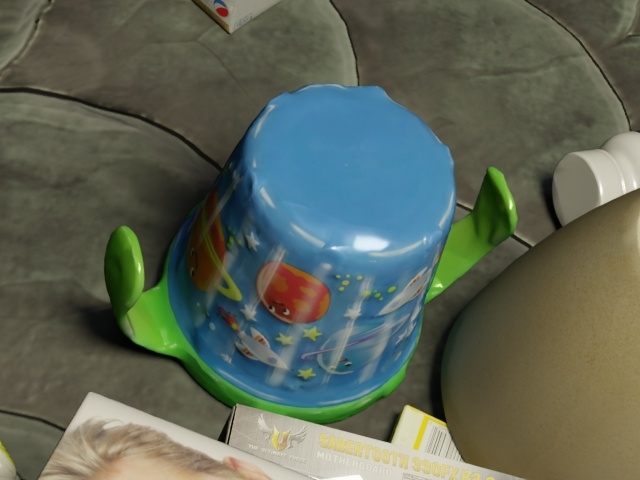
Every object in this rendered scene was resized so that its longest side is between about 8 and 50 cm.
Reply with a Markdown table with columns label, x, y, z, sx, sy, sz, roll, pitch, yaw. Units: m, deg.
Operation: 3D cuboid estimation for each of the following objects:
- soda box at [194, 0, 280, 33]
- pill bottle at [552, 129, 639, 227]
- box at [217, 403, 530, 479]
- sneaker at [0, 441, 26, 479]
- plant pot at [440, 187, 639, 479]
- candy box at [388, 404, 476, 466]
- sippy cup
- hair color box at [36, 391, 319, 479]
| label | x | y | z | sx | sy | sz | roll | pitch | yaw |
| --- | --- | --- | --- | --- | --- | --- | --- | --- | --- |
| soda box | -0.040 | -0.304 | 1.234 | 0.074 | 0.069 | 0.216 | 42 | 56 | 12 |
| pill bottle | 0.327 | -0.054 | 1.158 | 0.186 | 0.112 | 0.112 | -7 | 61 | -21 |
| box | 0.025 | 0.208 | 0.859 | 0.231 | 0.183 | 0.056 | 15 | 52 | -6 |
| sneaker | -0.287 | 0.157 | 0.854 | 0.110 | 0.107 | 0.275 | -31 | 71 | -20 |
| plant pot | 0.251 | 0.070 | 0.911 | 0.256 | 0.274 | 0.256 | 5 | 61 | -8 |
| candy box | 0.144 | 0.224 | 0.980 | 0.206 | 0.027 | 0.105 | 25 | 58 | 0 |
| sippy cup | 0.000 | 0.000 | 0.960 | 0.240 | 0.224 | 0.305 | 37 | 55 | 7 |
| hair color box | -0.018 | 0.239 | 0.699 | 0.347 | 0.105 | 0.174 | 20 | 41 | 3 |
